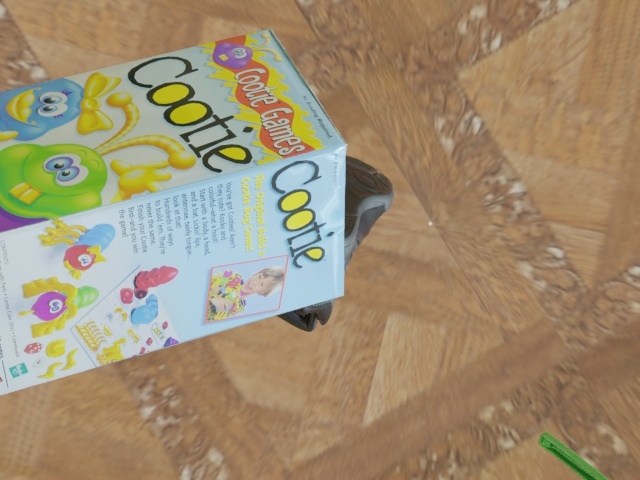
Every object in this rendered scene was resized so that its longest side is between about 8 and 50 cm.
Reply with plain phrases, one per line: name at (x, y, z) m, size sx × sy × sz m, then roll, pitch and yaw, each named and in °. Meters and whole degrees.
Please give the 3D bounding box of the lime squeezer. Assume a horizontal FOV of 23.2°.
lime squeezer at (0.287, 0.288, 1.433) m, size 0.110 × 0.310 × 0.059 m, roll -10°, pitch 126°, yaw -1°

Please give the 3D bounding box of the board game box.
board game box at (-0.136, -0.020, 1.046) m, size 0.275 × 0.144 × 0.142 m, roll -15°, pitch 45°, yaw -16°

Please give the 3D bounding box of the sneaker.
sneaker at (0.000, 0.000, 1.480) m, size 0.087 × 0.227 × 0.130 m, roll 29°, pitch 118°, yaw 1°
